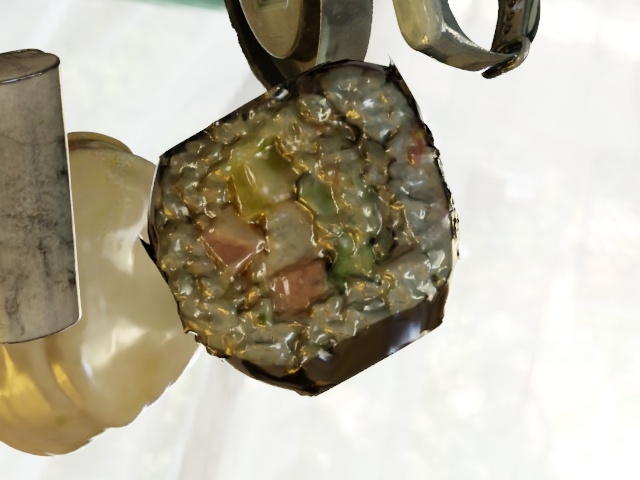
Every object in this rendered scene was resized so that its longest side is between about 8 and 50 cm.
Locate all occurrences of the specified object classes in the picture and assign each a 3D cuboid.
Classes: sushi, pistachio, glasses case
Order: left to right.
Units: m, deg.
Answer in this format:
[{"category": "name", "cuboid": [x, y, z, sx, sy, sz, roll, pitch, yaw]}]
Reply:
[{"category": "glasses case", "cuboid": [-0.302, -0.039, 1.817, 0.114, 0.299, 0.060, -16, -145, -26]}, {"category": "pistachio", "cuboid": [-0.327, 0.078, 2.471, 0.365, 0.445, 0.281, 12, -174, -26]}, {"category": "sushi", "cuboid": [0.000, 0.000, 1.965, 0.328, 0.328, 0.285, -31, 167, 1]}]

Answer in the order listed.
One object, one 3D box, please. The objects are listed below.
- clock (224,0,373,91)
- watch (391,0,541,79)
[{"category": "clock", "cuboid": [-0.043, -0.366, 2.314, 0.076, 0.386, 0.386, -14, -175, -20]}, {"category": "watch", "cuboid": [0.149, -0.266, 1.861, 0.193, 0.206, 0.068, -10, 172, -43]}]
